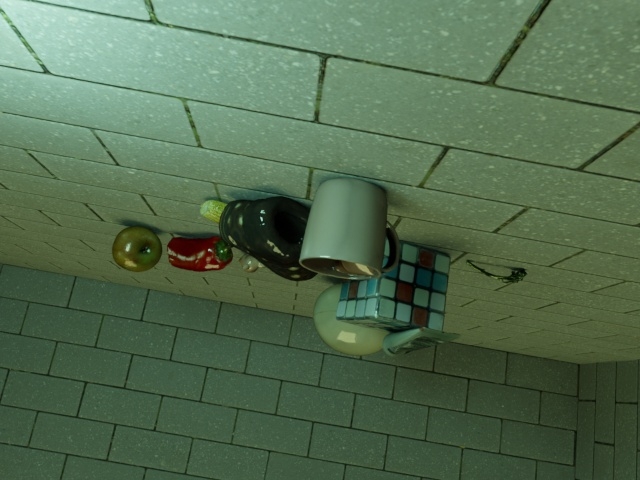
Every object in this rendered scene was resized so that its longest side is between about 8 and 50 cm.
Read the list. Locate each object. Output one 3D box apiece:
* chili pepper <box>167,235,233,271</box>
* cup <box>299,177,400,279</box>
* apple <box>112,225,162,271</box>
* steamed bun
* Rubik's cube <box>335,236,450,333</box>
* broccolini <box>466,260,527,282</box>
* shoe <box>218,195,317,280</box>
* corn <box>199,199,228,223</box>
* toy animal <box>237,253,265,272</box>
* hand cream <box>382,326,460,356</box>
[{"bbox_3d":[-0.392,0.050,2.031,0.338,0.131,0.134,-1,172,28],"label":"chili pepper"},{"bbox_3d":[0.087,-0.019,1.325,0.252,0.201,0.191,19,162,-28],"label":"cup"},{"bbox_3d":[-0.677,0.032,2.066,0.155,0.183,0.182,6,167,46],"label":"apple"},{"bbox_3d":[0.146,0.336,2.400,0.333,0.334,0.374,-4,159,42],"label":"steamed bun"},{"bbox_3d":[0.228,0.154,1.778,0.256,0.254,0.259,16,163,-22],"label":"Rubik's cube"},{"bbox_3d":[0.554,0.102,1.770,0.194,0.052,0.054,11,161,-3],"label":"broccolini"},{"bbox_3d":[-0.080,0.002,1.571,0.237,0.171,0.384,1,156,43],"label":"shoe"},{"bbox_3d":[-0.266,-0.070,1.630,0.165,0.063,0.085,24,169,-37],"label":"corn"},{"bbox_3d":[-0.270,0.091,2.196,0.089,0.083,0.150,54,171,-1],"label":"toy animal"},{"bbox_3d":[0.278,0.298,1.697,0.124,0.078,0.340,15,157,-16],"label":"hand cream"}]
